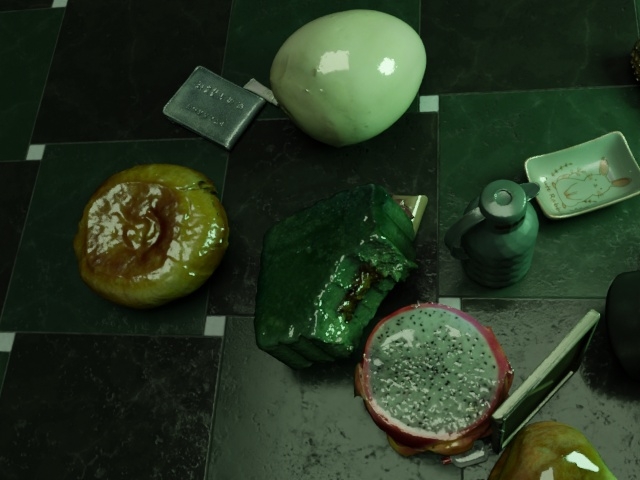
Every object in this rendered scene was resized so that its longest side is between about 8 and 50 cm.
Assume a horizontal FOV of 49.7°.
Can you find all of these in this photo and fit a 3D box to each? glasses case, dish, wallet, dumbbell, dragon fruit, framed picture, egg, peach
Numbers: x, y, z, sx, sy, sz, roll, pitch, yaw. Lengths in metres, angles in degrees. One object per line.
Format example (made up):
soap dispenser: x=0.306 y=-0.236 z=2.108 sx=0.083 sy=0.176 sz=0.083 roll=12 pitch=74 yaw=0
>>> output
glasses case: x=0.150 y=-0.024 z=1.470 sx=0.103 sy=0.070 sz=0.193 roll=15 pitch=71 yaw=19
dish: x=0.541 y=-0.121 z=1.428 sx=0.213 sy=0.077 sz=0.151 roll=-18 pitch=63 yaw=4
wallet: x=-0.265 y=-0.328 z=1.703 sx=0.222 sy=0.036 sz=0.167 roll=30 pitch=76 yaw=21
dumbbell: x=0.670 y=0.133 z=1.150 sx=0.323 sy=0.204 sz=0.203 roll=-13 pitch=60 yaw=44
dragon fruit: x=0.207 y=0.261 z=1.282 sx=0.291 sy=0.189 sz=0.290 roll=-2 pitch=61 yaw=4
framed picture: x=0.373 y=0.252 z=1.170 sx=0.232 sy=0.315 sz=0.024 roll=-43 pitch=64 yaw=-9
egg: x=0.069 y=-0.362 z=1.518 sx=0.345 sy=0.283 sz=0.283 roll=-29 pitch=65 yaw=-4
peach: x=0.376 y=0.427 z=1.155 sx=0.235 sy=0.214 sz=0.214 roll=-42 pitch=65 yaw=1

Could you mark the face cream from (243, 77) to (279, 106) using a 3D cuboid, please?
face cream: x=-0.140 y=-0.364 z=1.703 sx=0.115 sy=0.020 sz=0.038 roll=35 pitch=72 yaw=25

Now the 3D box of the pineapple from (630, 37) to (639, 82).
pineapple: x=0.731 y=-0.343 z=1.482 sx=0.108 sy=0.108 sz=0.197 roll=-7 pitch=78 yaw=8

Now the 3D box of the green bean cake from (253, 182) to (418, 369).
green bean cake: x=0.031 y=0.077 z=1.337 sx=0.300 sy=0.169 sz=0.307 roll=-20 pitch=48 yaw=31

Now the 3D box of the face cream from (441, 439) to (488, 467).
face cream: x=0.267 y=0.401 z=1.289 sx=0.083 sy=0.021 sz=0.040 roll=-17 pitch=65 yaw=4

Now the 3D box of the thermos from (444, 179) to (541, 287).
thermos: x=0.323 y=-0.014 z=1.311 sx=0.182 sy=0.286 sz=0.144 roll=-26 pitch=64 yaw=1

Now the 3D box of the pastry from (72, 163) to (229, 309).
pastry: x=-0.369 y=-0.011 z=1.525 sx=0.356 sy=0.164 sz=0.355 roll=-2 pitch=68 yaw=5
